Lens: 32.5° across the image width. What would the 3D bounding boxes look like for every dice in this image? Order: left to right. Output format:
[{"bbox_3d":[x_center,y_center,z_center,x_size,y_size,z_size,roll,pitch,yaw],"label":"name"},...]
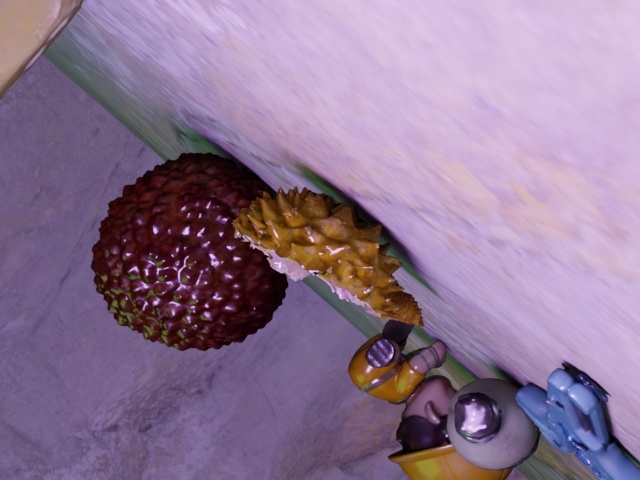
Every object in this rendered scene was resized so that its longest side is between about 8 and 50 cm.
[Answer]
[{"bbox_3d":[-0.348,-0.233,1.079,0.169,0.169,0.166,42,176,-13],"label":"dice"}]

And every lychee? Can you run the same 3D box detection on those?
[{"bbox_3d":[-0.151,0.012,1.419,0.264,0.300,0.264,35,133,49],"label":"lychee"}]

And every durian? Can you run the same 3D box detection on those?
[{"bbox_3d":[0.030,0.015,0.956,0.224,0.078,0.140,31,171,-41],"label":"durian"}]

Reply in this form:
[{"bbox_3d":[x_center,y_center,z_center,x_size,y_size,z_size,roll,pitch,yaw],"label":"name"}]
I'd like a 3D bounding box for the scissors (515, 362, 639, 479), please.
[{"bbox_3d":[0.233,0.171,0.968,0.180,0.032,0.393,39,175,23],"label":"scissors"}]

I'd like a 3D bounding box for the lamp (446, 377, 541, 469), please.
[{"bbox_3d":[0.192,0.202,1.202,0.101,0.101,0.250,39,-177,24],"label":"lamp"}]

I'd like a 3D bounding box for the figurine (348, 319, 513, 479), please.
[{"bbox_3d":[0.146,0.229,1.456,0.257,0.167,0.192,43,-171,7],"label":"figurine"}]
